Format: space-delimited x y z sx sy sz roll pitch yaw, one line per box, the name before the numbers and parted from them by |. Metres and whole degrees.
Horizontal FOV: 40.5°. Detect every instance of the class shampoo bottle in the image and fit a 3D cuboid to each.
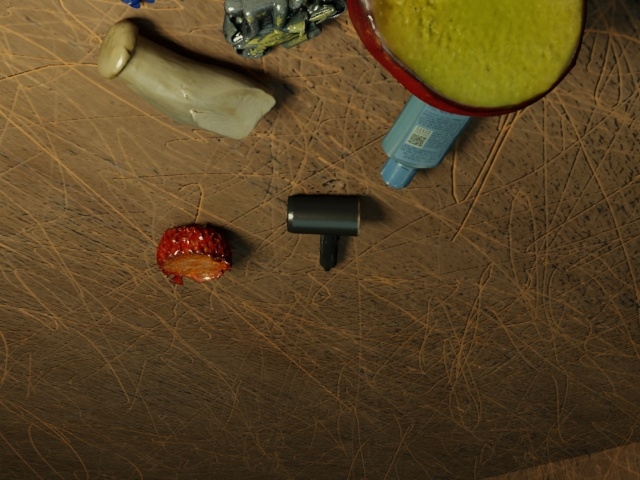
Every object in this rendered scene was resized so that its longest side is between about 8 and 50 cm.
shampoo bottle | 0.159 -0.167 1.298 0.103 0.061 0.258 11 146 -16

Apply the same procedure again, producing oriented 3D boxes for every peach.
peach | 0.146 -0.270 0.979 0.274 0.249 0.245 20 169 -26

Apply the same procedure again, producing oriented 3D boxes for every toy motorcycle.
toy motorcycle | -0.063 -0.288 1.112 0.193 0.061 0.124 -18 158 39

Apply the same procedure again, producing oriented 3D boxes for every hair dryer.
hair dryer | 0.000 0.000 1.567 0.128 0.070 0.255 3 152 -2

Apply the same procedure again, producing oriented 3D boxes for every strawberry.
strawberry | -0.227 0.021 1.578 0.145 0.086 0.145 2 147 2

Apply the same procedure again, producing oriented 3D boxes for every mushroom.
mushroom | -0.190 -0.214 1.210 0.247 0.096 0.108 22 167 -24

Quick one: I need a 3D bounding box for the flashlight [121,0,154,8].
flashlight | -0.262 -0.335 1.082 0.057 0.035 0.121 2 153 49
